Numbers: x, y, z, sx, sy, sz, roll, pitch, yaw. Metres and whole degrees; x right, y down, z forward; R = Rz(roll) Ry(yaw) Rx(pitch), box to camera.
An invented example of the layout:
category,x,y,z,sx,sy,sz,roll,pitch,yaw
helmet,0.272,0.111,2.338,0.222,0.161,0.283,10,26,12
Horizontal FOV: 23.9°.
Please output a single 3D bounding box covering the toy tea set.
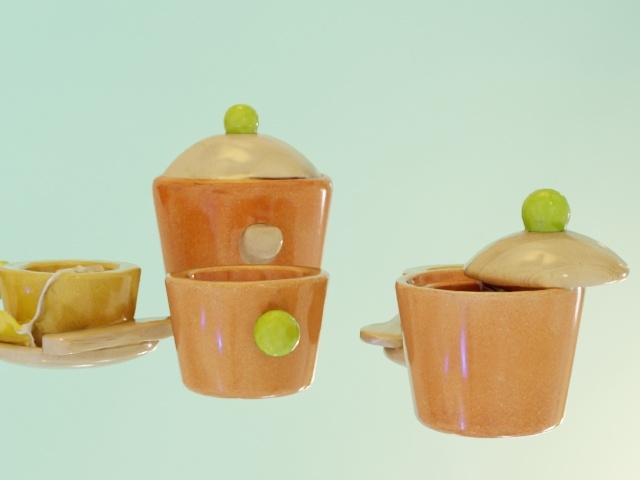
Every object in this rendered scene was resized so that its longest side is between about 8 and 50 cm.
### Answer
category,x,y,z,sx,sy,sz,roll,pitch,yaw
toy tea set,0.000,0.000,0.700,0.200,0.336,0.124,-8,99,-52
